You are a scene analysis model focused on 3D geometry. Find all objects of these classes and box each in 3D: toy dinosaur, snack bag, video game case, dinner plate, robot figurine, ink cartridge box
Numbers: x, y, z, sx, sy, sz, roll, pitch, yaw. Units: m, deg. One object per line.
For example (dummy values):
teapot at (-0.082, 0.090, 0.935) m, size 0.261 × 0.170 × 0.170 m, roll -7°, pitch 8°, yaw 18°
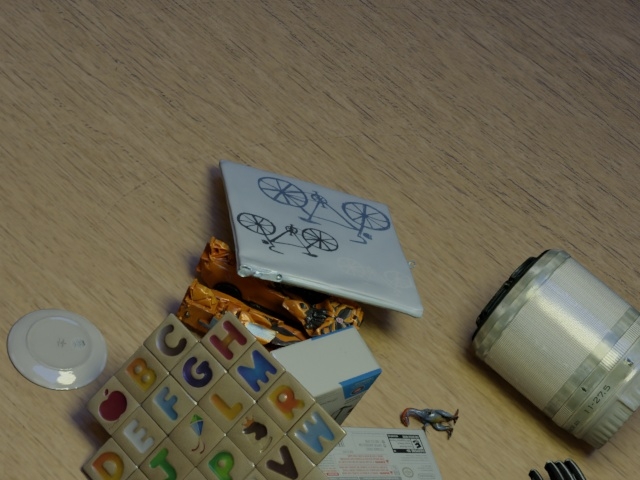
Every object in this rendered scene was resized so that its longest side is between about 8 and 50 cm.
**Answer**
toy dinosaur at (0.165, 0.273, 1.881) m, size 0.082 × 0.047 × 0.090 m, roll 22°, pitch 9°, yaw 6°
snack bag at (0.000, 0.000, 1.976) m, size 0.323 × 0.037 × 0.343 m, roll 15°, pitch 29°, yaw -20°
video game case at (0.072, 0.369, 1.646) m, size 0.269 × 0.061 × 0.244 m, roll 10°, pitch 48°, yaw -42°
dinner plate at (-0.367, 0.148, 1.734) m, size 0.141 × 0.017 × 0.141 m, roll 15°, pitch 45°, yaw -15°
robot figurine at (-0.061, 0.113, 1.869) m, size 0.291 × 0.085 × 0.211 m, roll 23°, pitch 42°, yaw -5°
ink cartridge box at (-0.028, 0.221, 1.699) m, size 0.148 × 0.203 × 0.086 m, roll -16°, pitch 60°, yaw -36°

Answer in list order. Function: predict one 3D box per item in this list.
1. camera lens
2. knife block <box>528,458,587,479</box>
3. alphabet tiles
camera lens at (0.395, 0.165, 1.950) m, size 0.274 × 0.219 × 0.219 m, roll 40°, pitch 44°, yaw 13°
knife block at (0.390, 0.453, 1.770) m, size 0.275 × 0.088 × 0.242 m, roll 31°, pitch 44°, yaw 5°
alphabet tiles at (-0.140, 0.269, 1.582) m, size 0.342 × 0.285 × 0.011 m, roll 44°, pitch 2°, yaw 20°
